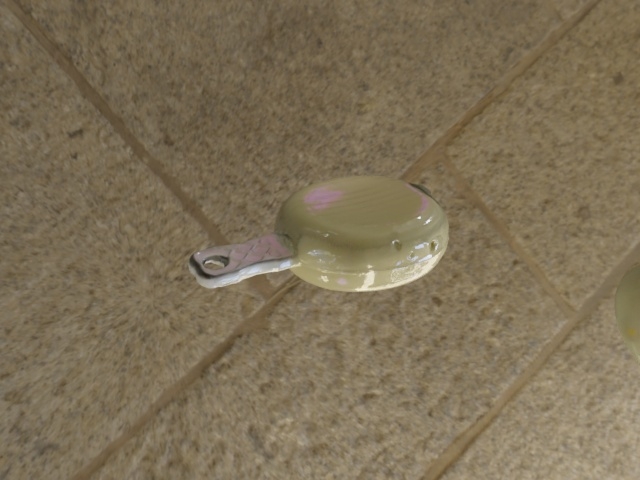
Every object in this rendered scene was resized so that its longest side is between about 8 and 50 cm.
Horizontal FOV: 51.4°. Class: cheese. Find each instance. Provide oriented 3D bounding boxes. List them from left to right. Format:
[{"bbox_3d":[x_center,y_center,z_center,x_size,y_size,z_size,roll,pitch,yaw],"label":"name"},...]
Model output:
[{"bbox_3d":[0.000,0.000,0.564,0.227,0.137,0.065,-13,122,-28],"label":"cheese"}]

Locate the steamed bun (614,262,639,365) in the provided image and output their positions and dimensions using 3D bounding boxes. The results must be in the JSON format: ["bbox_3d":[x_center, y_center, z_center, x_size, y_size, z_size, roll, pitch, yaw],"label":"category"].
[{"bbox_3d":[0.462,0.065,0.755,0.250,0.200,0.155,0,60,-43],"label":"steamed bun"}]
